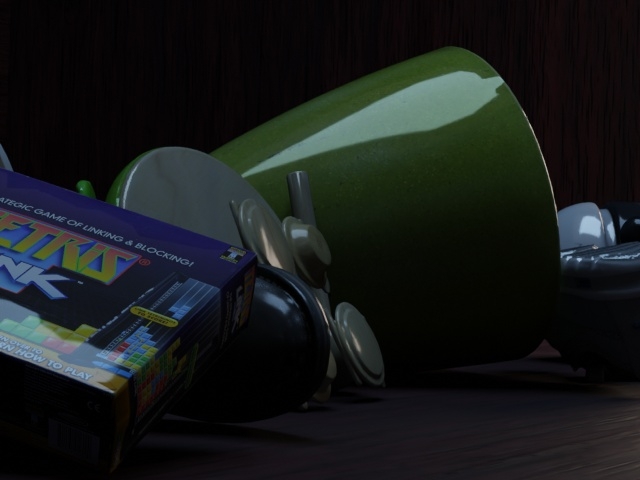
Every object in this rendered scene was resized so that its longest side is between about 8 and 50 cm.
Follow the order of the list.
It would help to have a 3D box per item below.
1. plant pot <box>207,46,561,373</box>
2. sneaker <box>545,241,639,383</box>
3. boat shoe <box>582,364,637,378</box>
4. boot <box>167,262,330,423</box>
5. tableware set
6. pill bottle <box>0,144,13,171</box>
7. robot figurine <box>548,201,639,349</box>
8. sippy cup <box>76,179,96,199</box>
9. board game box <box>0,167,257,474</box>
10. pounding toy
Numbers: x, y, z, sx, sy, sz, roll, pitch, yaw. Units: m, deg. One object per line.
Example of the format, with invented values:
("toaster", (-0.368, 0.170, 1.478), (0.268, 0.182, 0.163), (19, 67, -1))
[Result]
("plant pot", (0.000, 0.000, 1.232), (0.294, 0.274, 0.275), (-13, 4, -20))
("sneaker", (0.211, 0.066, 1.265), (0.105, 0.115, 0.281), (-9, 0, -9))
("boat shoe", (0.319, 0.096, 1.369), (0.190, 0.068, 0.072), (2, -12, -27))
("boot", (-0.153, 0.067, 0.777), (0.263, 0.091, 0.229), (-3, 2, 33))
("tableware set", (-0.008, 0.040, 0.999), (0.020, 0.141, 0.169), (-27, -10, 19))
("pill bottle", (-0.306, -0.013, 0.877), (0.153, 0.153, 0.265), (2, 6, 19))
("robot figurine", (0.357, 0.048, 1.578), (0.278, 0.209, 0.173), (3, 21, -1))
("sippy cup", (-0.337, -0.013, 1.126), (0.306, 0.224, 0.240), (2, -1, -36))
("board game box", (-0.136, 0.028, 0.698), (0.170, 0.048, 0.141), (18, 32, 16))
("pounding toy", (-0.088, 0.041, 1.033), (0.110, 0.183, 0.237), (-29, -18, 31))
